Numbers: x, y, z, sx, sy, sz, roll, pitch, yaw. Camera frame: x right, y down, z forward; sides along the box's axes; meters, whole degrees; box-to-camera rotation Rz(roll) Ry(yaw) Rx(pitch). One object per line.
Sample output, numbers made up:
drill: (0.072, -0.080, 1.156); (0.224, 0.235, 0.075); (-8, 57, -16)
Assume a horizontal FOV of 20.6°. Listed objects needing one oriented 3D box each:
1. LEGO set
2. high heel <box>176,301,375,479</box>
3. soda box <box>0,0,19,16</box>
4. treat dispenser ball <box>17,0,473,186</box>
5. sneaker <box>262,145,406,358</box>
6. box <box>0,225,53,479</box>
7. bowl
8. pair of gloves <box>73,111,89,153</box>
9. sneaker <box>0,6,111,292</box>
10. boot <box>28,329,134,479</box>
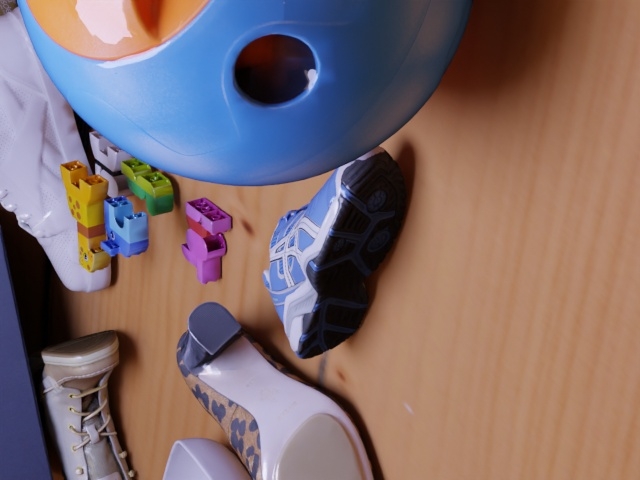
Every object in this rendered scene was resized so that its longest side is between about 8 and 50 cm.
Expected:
LEGO set: (-0.174, -0.012, 1.579); (0.227, 0.087, 0.093); (35, 132, 48)
high heel: (-0.029, 0.169, 1.464); (0.261, 0.093, 0.186); (55, 169, 7)
soda box: (-0.346, -0.169, 1.810); (0.058, 0.061, 0.181); (61, 147, 23)
treat dispenser ball: (-0.045, -0.177, 1.092); (0.288, 0.288, 0.288); (33, 131, 49)
sneaker: (0.000, 0.000, 1.303); (0.081, 0.080, 0.211); (53, 143, 26)
box: (-0.408, 0.142, 1.872); (0.312, 0.179, 0.343); (-158, 57, -72)
bowl: (-0.088, 0.257, 1.598); (0.142, 0.053, 0.142); (53, 144, 33)
pair of gloves: (-0.248, -0.119, 1.724); (0.083, 0.010, 0.074); (51, 142, 33)
sneaker: (-0.309, -0.061, 1.672); (0.108, 0.169, 0.293); (26, 135, 58)
boot: (-0.232, 0.180, 1.774); (0.213, 0.077, 0.165); (-20, 86, 67)
